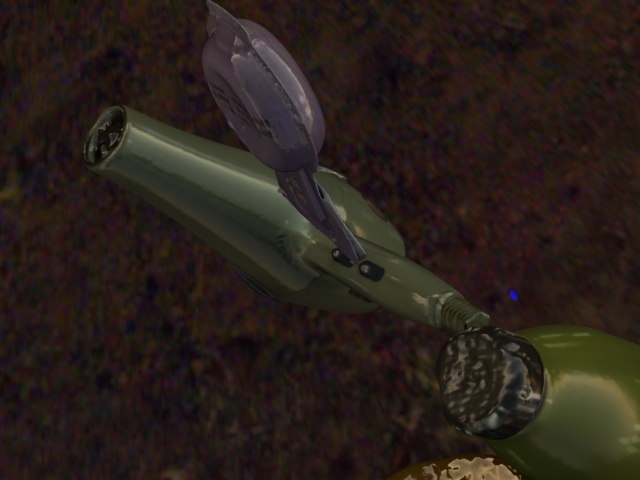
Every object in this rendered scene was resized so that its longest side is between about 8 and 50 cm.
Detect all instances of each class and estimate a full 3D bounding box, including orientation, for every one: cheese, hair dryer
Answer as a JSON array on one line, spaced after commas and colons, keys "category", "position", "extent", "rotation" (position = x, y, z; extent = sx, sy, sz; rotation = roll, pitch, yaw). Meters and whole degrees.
[{"category": "cheese", "position": [-0.027, -0.069, 1.032], "extent": [0.042, 0.105, 0.191], "rotation": [-35, 136, -13]}, {"category": "hair dryer", "position": [-0.037, -0.017, 1.271], "extent": [0.296, 0.298, 0.119], "rotation": [25, 89, -14]}]

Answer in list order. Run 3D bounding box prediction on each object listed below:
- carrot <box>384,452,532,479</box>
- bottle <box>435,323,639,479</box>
[{"category": "carrot", "position": [0.121, 0.304, 1.270], "extent": [0.242, 0.241, 0.340], "rotation": [-23, 153, 0]}, {"category": "bottle", "position": [0.172, 0.113, 1.141], "extent": [0.260, 0.112, 0.112], "rotation": [20, 110, -49]}]
